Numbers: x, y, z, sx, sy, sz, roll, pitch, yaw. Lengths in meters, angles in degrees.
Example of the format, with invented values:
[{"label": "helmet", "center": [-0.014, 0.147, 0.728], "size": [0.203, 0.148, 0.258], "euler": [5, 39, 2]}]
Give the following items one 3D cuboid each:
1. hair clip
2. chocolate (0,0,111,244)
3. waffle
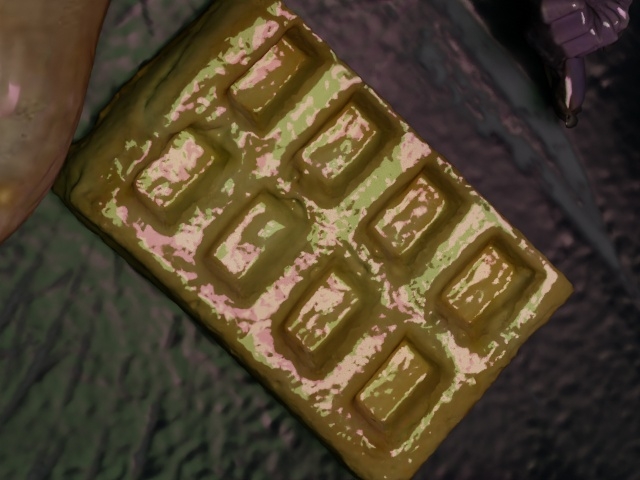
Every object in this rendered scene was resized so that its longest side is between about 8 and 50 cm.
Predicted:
[{"label": "hair clip", "center": [0.125, -0.207, 0.873], "size": [0.106, 0.084, 0.292], "euler": [-27, 108, -55]}, {"label": "chocolate", "center": [-0.169, -0.126, 0.780], "size": [0.134, 0.134, 0.309], "euler": [18, 88, -15]}, {"label": "waffle", "center": [0.000, 0.000, 0.865], "size": [0.274, 0.057, 0.168], "euler": [44, 84, -14]}]
